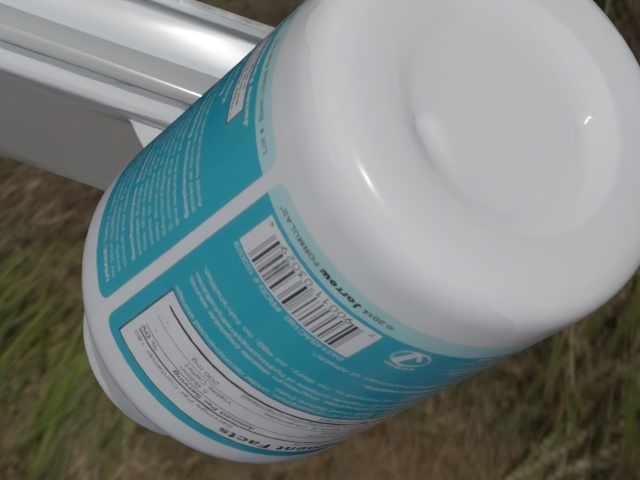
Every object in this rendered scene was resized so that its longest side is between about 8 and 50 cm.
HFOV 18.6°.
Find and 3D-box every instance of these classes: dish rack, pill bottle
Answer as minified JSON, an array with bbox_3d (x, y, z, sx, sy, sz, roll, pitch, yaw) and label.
[{"bbox_3d":[-0.151,-0.078,0.988,0.333,0.285,0.072,20,80,0],"label":"dish rack"},{"bbox_3d":[0.000,0.000,0.750,0.146,0.146,0.264,49,145,-5],"label":"pill bottle"}]
